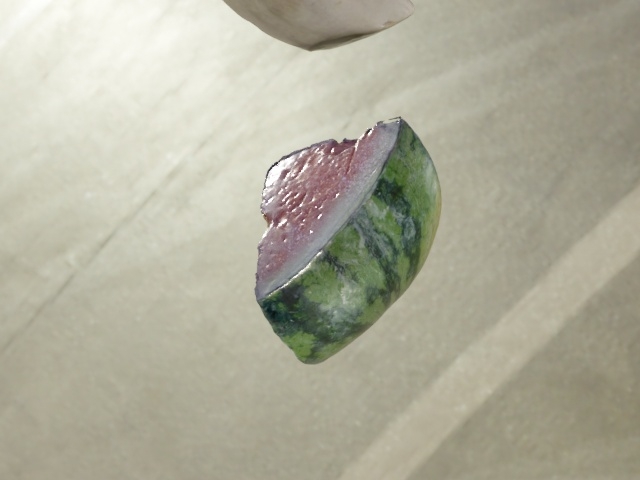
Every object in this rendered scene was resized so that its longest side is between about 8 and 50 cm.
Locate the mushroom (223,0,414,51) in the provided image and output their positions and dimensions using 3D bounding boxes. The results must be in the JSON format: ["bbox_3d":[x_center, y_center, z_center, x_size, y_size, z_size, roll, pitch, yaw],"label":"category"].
[{"bbox_3d":[-0.036,-0.226,1.122,0.118,0.270,0.103,-29,65,26],"label":"mushroom"}]

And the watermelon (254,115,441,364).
[{"bbox_3d":[0.000,0.000,1.568,0.201,0.213,0.261,26,67,36],"label":"watermelon"}]
